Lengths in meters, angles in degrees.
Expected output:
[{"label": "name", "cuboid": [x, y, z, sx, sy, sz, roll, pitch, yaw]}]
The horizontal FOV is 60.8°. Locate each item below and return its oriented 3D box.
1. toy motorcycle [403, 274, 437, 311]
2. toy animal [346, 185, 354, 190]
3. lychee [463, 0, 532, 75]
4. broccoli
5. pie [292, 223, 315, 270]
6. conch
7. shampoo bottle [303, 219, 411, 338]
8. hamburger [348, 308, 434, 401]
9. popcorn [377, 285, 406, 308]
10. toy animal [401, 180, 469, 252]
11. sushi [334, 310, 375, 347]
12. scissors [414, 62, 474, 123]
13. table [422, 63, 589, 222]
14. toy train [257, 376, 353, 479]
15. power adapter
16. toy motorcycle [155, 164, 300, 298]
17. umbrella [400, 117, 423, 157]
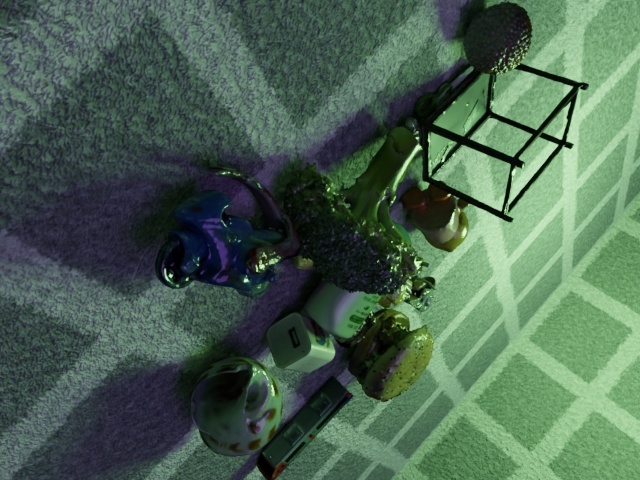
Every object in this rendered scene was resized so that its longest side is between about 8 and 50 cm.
[{"label": "toy motorcycle", "cuboid": [0.322, 0.166, 1.874, 0.229, 0.094, 0.130, 25, 97, -42]}, {"label": "toy animal", "cuboid": [0.076, -0.116, 1.384, 0.084, 0.028, 0.050, -39, 152, -18]}, {"label": "lychee", "cuboid": [0.430, -0.488, 1.338, 0.165, 0.165, 0.197, -37, -179, -19]}, {"label": "broccoli", "cuboid": [0.138, -0.047, 1.293, 0.397, 0.275, 0.353, -39, 135, -41]}, {"label": "pie", "cuboid": [0.002, 0.002, 1.388, 0.218, 0.052, 0.185, 20, 104, -55]}, {"label": "conch", "cuboid": [-0.226, 0.432, 1.403, 0.249, 0.197, 0.368, 17, 108, -19]}, {"label": "shampoo bottle", "cuboid": [0.116, 0.097, 1.517, 0.349, 0.151, 0.222, -54, 147, 3]}, {"label": "hamburger", "cuboid": [0.252, 0.388, 1.902, 0.318, 0.195, 0.277, -5, 127, -49]}, {"label": "popcorn", "cuboid": [0.210, 0.136, 1.672, 0.162, 0.135, 0.141, -35, 122, -2]}, {"label": "toy animal", "cuboid": [0.365, -0.062, 1.643, 0.195, 0.169, 0.281, -14, 160, 23]}, {"label": "sushi", "cuboid": [0.103, 0.265, 1.710, 0.150, 0.090, 0.078, -44, 148, -12]}, {"label": "scissors", "cuboid": [0.325, -0.384, 1.421, 0.204, 0.027, 0.101, -45, 146, -6]}, {"label": "table", "cuboid": [0.475, -0.273, 1.430, 0.335, 0.272, 0.222, -46, 148, -22]}, {"label": "toy train", "cuboid": [-0.063, 0.647, 1.874, 0.409, 0.086, 0.089, -44, 144, -9]}, {"label": "power adapter", "cuboid": [-0.036, 0.293, 1.527, 0.125, 0.130, 0.205, -34, 150, 17]}, {"label": "toy motorcycle", "cuboid": [-0.193, -0.013, 1.093, 0.182, 0.241, 0.319, -19, 160, 28]}, {"label": "umbrella", "cuboid": [0.238, -0.264, 1.404, 0.067, 0.062, 0.143, -26, 148, 0]}]
